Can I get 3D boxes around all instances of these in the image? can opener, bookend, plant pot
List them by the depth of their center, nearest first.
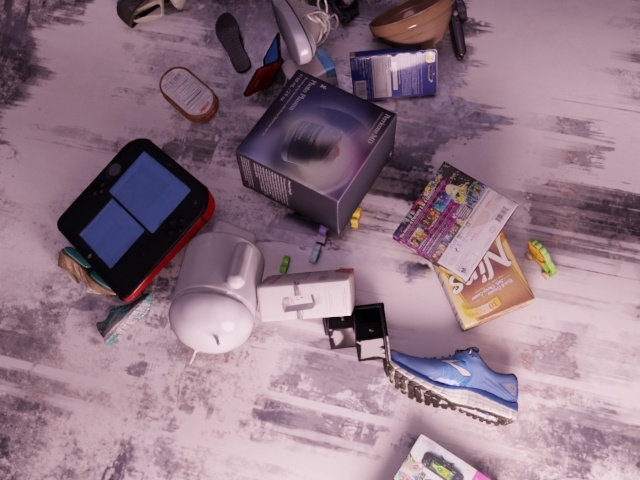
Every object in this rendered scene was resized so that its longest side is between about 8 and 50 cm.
[{"bbox_3d":[0.082,0.224,1.706,0.157,0.156,0.072,-7,114,5],"label":"bookend"},{"bbox_3d":[0.257,-0.574,1.912,0.237,0.237,0.109,-29,115,-3],"label":"plant pot"},{"bbox_3d":[0.370,-0.584,1.954,0.073,0.059,0.186,-6,74,4],"label":"can opener"}]

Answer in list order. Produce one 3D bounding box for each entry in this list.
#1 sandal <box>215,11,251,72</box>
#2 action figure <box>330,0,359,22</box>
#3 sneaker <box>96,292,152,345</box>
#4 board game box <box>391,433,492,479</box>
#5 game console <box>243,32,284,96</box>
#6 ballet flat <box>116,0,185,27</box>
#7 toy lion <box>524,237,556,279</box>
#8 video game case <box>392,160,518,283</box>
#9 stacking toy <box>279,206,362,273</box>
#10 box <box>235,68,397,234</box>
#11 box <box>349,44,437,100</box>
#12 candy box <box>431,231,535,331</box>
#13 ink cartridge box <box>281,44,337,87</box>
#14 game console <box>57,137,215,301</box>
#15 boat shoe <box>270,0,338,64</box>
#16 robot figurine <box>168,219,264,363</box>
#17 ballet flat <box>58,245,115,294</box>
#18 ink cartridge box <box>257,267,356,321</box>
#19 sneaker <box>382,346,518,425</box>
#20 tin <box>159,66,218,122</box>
[{"bbox_3d":[-0.246,-0.554,2.026,0.067,0.040,0.179,-21,88,5],"label":"sandal"},{"bbox_3d":[0.080,-0.801,1.990,0.330,0.178,0.341,-22,75,-10],"label":"action figure"},{"bbox_3d":[-0.505,0.186,1.832,0.166,0.065,0.076,-44,71,-8],"label":"sneaker"},{"bbox_3d":[0.241,0.625,1.614,0.224,0.097,0.303,32,81,13],"label":"board game box"},{"bbox_3d":[-0.158,-0.470,1.925,0.124,0.144,0.085,-31,85,-28],"label":"game console"},{"bbox_3d":[-0.449,-0.694,2.061,0.280,0.095,0.096,-26,83,9],"label":"ballet flat"},{"bbox_3d":[0.537,0.041,1.744,0.034,0.096,0.100,-36,75,-4],"label":"toy lion"},{"bbox_3d":[0.323,-0.045,1.727,0.210,0.042,0.232,32,80,15],"label":"video game case"},{"bbox_3d":[0.000,0.000,1.835,0.167,0.052,0.221,14,77,10],"label":"stacking toy"},{"bbox_3d":[-0.004,-0.226,1.801,0.294,0.182,0.296,27,68,13],"label":"box"},{"bbox_3d":[0.194,-0.441,1.896,0.225,0.136,0.036,-4,42,5],"label":"box"},{"bbox_3d":[0.370,0.042,1.765,0.183,0.087,0.316,-22,72,0],"label":"candy box"},{"bbox_3d":[-0.039,-0.447,1.941,0.143,0.092,0.090,-28,73,-3],"label":"ink cartridge box"},{"bbox_3d":[-0.477,-0.069,1.838,0.342,0.060,0.386,-46,54,-8],"label":"game console"},{"bbox_3d":[-0.028,-0.579,1.899,0.157,0.135,0.367,-16,34,-2],"label":"boat shoe"},{"bbox_3d":[-0.246,0.121,1.718,0.200,0.300,0.353,21,48,-17],"label":"robot figurine"},{"bbox_3d":[-0.604,0.096,1.873,0.206,0.073,0.067,36,108,17],"label":"ballet flat"},{"bbox_3d":[-0.029,0.130,1.732,0.218,0.158,0.092,-4,97,9],"label":"ink cartridge box"},{"bbox_3d":[0.307,0.318,1.693,0.330,0.129,0.147,18,63,7],"label":"sneaker"},{"bbox_3d":[-0.367,-0.406,1.995,0.190,0.040,0.106,41,87,15],"label":"tin"}]
